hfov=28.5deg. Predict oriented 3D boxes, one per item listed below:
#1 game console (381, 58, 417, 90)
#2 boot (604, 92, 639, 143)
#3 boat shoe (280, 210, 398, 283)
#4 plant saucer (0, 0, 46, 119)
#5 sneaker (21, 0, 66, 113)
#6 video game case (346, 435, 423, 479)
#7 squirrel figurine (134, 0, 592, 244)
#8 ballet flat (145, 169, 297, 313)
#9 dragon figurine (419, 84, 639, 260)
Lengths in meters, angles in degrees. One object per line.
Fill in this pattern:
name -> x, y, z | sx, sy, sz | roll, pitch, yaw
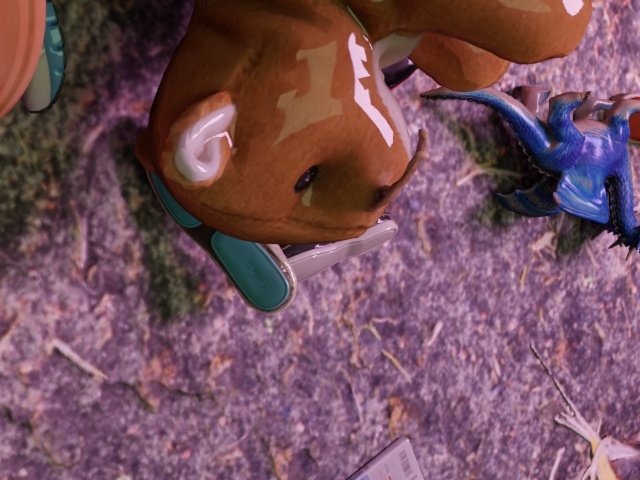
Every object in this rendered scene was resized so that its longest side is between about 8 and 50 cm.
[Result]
game console -> 0.060, -0.356, 0.961 | 0.342, 0.060, 0.387 | -43, 121, -15
boot -> 0.355, -0.111, 1.205 | 0.157, 0.084, 0.059 | -4, 100, -38
boat shoe -> 0.000, 0.000, 0.988 | 0.125, 0.046, 0.038 | -23, 70, -17
plant saucer -> -0.250, -0.136, 0.688 | 0.037, 0.199, 0.200 | -68, 145, -63
sneaker -> -0.218, -0.166, 0.780 | 0.083, 0.071, 0.191 | -23, 104, -25
video game case -> 0.043, 0.238, 1.084 | 0.122, 0.011, 0.087 | -34, 118, -27
squirrel figurine -> -0.029, -0.202, 0.784 | 0.397, 0.281, 0.370 | 33, 92, -19
ballet flat -> -0.075, -0.019, 0.919 | 0.057, 0.052, 0.168 | -30, 101, 9
dragon figurine -> 0.213, -0.060, 1.106 | 0.289, 0.085, 0.144 | 4, 96, -39
